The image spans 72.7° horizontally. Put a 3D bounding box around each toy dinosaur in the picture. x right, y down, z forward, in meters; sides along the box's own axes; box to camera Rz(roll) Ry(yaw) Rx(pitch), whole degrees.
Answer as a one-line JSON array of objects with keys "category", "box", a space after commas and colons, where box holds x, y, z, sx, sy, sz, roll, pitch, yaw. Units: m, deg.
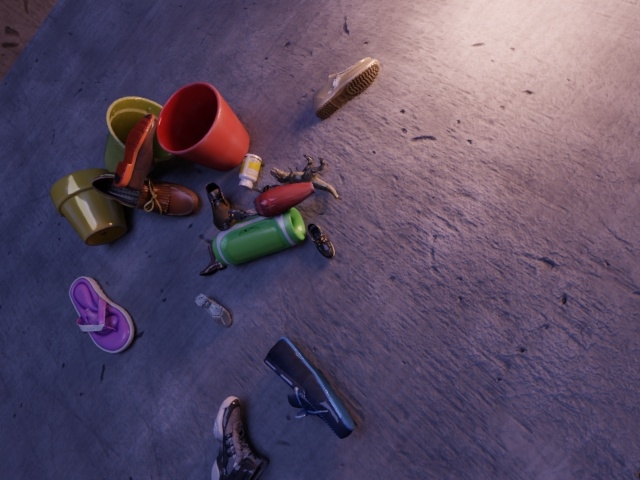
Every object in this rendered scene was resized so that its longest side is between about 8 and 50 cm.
[{"category": "toy dinosaur", "box": [-0.037, -0.224, 1.453, 0.268, 0.064, 0.118, 19, 91, 26]}]

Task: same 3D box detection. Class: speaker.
[{"category": "speaker", "box": [-0.203, -0.011, 1.428, 0.296, 0.131, 0.131, -18, 68, 20]}]

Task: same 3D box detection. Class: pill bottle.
[{"category": "pill bottle", "box": [-0.255, -0.245, 1.555, 0.065, 0.065, 0.116, 9, 79, 27]}]

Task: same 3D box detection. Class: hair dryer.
[{"category": "hair dryer", "box": [-0.146, -0.152, 1.387, 0.293, 0.080, 0.224, 0, 37, 35]}]

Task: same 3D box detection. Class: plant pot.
[{"category": "plant pot", "box": [-0.900, -0.119, 1.734, 0.254, 0.254, 0.239, -31, 79, 14]}, {"category": "plant pot", "box": [-0.712, -0.362, 1.681, 0.254, 0.276, 0.276, -34, 60, 43]}, {"category": "plant pot", "box": [-0.401, -0.385, 1.564, 0.274, 0.243, 0.275, -7, 73, 23]}]

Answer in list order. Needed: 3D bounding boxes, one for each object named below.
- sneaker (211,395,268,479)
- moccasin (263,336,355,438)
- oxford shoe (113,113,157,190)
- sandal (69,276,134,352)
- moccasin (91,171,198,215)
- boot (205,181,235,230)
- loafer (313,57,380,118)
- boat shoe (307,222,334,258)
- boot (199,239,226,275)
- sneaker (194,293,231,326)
[{"category": "sneaker", "box": [-0.230, 0.604, 1.280, 0.153, 0.101, 0.269, 0, 81, 25]}, {"category": "moccasin", "box": [-0.038, 0.428, 1.230, 0.117, 0.138, 0.342, -42, 48, -6]}, {"category": "oxford shoe", "box": [-0.613, -0.300, 1.495, 0.097, 0.098, 0.271, 30, 97, 41]}, {"category": "sandal", "box": [-0.873, 0.287, 1.670, 0.416, 0.102, 0.169, 33, 91, 29]}, {"category": "moccasin", "box": [-0.645, -0.175, 1.612, 0.380, 0.147, 0.139, 19, 100, -3]}, {"category": "boot", "box": [-0.354, -0.118, 1.490, 0.082, 0.106, 0.219, -29, 34, -4]}, {"category": "loafer", "box": [0.075, -0.528, 1.461, 0.268, 0.102, 0.092, -35, 69, 13]}, {"category": "boat shoe", "box": [-0.001, 0.001, 1.378, 0.049, 0.042, 0.133, -36, 65, 10]}, {"category": "boot", "box": [-0.392, 0.060, 1.546, 0.106, 0.037, 0.114, -20, 70, 5]}, {"category": "sneaker", "box": [-0.356, 0.233, 1.474, 0.152, 0.061, 0.054, 40, 86, 10]}]
